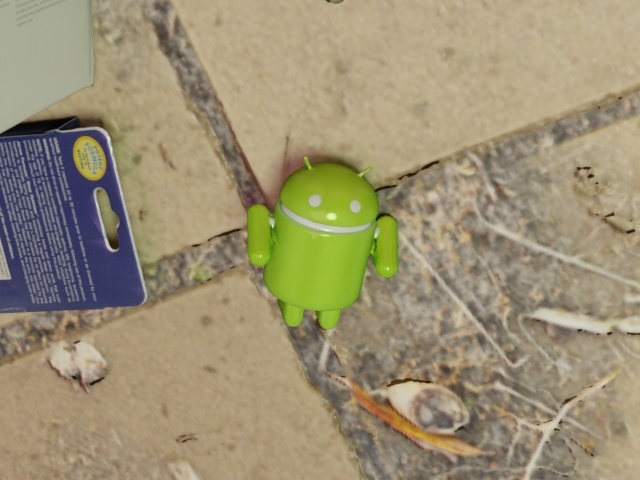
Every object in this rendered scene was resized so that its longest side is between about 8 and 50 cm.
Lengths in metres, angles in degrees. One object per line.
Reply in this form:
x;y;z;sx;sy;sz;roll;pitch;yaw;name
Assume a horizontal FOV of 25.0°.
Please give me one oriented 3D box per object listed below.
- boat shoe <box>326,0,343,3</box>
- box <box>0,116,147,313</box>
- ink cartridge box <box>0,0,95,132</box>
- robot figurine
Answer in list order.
0.007;-0.178;0.865;0.224;0.080;0.073;-2;105;16;boat shoe
-0.230;-0.014;1.040;0.225;0.036;0.136;-3;110;22;box
-0.327;-0.132;0.873;0.272;0.309;0.130;9;113;16;ink cartridge box
0.000;0.000;0.944;0.101;0.067;0.115;7;115;-12;robot figurine
